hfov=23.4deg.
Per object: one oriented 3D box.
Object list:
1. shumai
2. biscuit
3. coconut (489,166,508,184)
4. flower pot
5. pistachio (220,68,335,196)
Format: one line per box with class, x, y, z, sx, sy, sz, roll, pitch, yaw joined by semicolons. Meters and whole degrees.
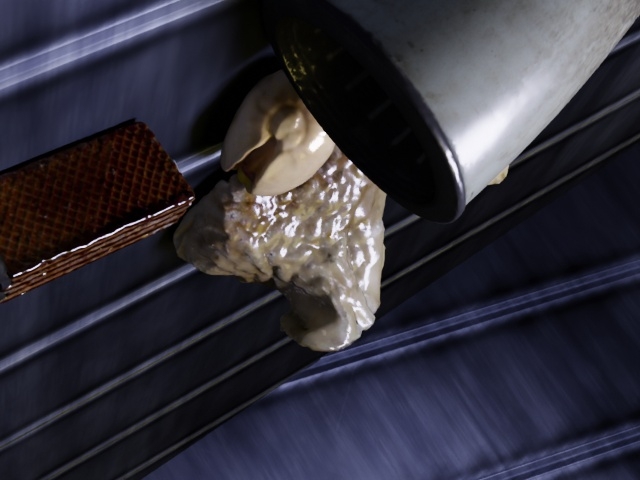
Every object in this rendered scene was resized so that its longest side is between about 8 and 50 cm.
shumai;0.000;0.000;2.008;0.314;0.262;0.267;-43;167;19
biscuit;-0.254;-0.030;1.555;0.252;0.106;0.070;-26;165;-37
coconut;0.187;-0.148;2.149;0.171;0.183;0.171;-37;165;-12
flower pot;0.156;-0.225;1.565;0.330;0.293;0.293;-38;168;-12
pistachio;-0.042;-0.123;1.775;0.145;0.117;0.200;-54;-179;-26
